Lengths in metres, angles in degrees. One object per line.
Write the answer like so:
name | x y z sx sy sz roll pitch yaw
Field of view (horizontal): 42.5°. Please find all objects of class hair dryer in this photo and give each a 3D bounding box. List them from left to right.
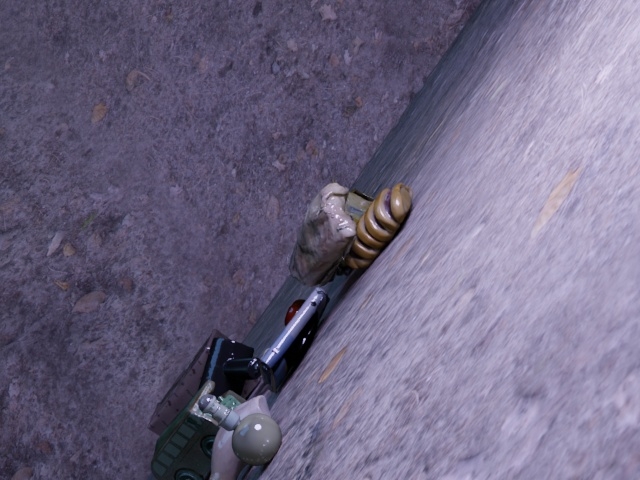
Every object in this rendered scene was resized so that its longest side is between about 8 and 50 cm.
hair dryer | -0.222 0.369 2.057 0.302 0.116 0.244 -25 48 65

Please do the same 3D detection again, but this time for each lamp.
lamp | -0.146 0.326 1.451 0.091 0.163 0.091 -52 4 5

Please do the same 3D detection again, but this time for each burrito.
burrito | -0.001 0.012 1.867 0.348 0.107 0.175 122 154 -57

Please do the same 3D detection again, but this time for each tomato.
tomato | -0.047 0.191 2.029 0.087 0.075 0.087 -61 -9 -16

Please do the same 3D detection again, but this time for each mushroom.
mushroom | -0.155 0.392 1.564 0.097 0.088 0.213 2 55 45

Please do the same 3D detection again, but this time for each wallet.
wallet | -0.054 0.226 1.859 0.231 0.069 0.170 -53 -14 -26

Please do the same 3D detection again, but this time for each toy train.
toy train | -0.288 0.471 1.921 0.326 0.159 0.129 -54 2 36

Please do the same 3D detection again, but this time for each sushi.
sushi | 0.068 -0.034 2.119 0.291 0.139 0.131 -60 -1 -41

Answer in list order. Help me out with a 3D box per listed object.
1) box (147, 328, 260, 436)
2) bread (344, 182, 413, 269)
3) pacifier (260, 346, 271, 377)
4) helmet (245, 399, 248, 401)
box | -0.325 0.440 2.357 0.297 0.190 0.225 -55 6 5
bread | 0.128 -0.038 1.823 0.225 0.081 0.134 -56 2 38
pacifier | -0.121 0.315 2.086 0.064 0.068 0.083 19 77 50
helmet | -0.235 0.449 2.207 0.084 0.049 0.065 -58 5 -37
